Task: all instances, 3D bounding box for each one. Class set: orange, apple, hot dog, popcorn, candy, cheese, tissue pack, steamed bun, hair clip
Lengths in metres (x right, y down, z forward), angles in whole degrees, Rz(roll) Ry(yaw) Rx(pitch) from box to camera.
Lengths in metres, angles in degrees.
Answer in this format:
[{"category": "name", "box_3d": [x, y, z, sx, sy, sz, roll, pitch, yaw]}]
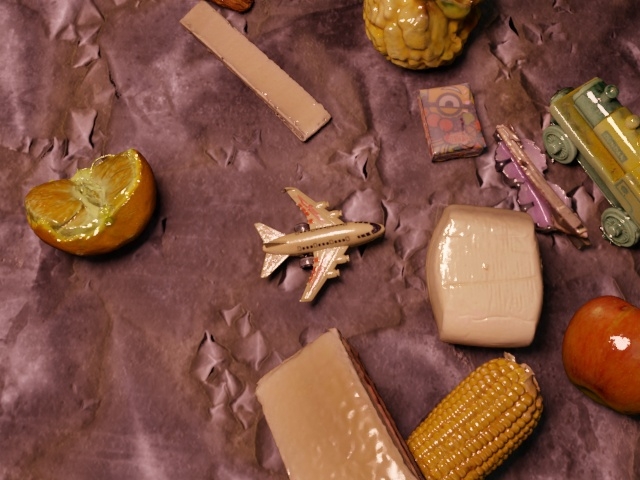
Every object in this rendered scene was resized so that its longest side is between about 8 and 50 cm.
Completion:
[{"category": "orange", "box_3d": [-0.410, -0.059, 1.082, 0.237, 0.158, 0.179, -32, 40, -12]}, {"category": "apple", "box_3d": [0.513, 0.198, 0.996, 0.196, 0.196, 0.196, 0, 75, 1]}, {"category": "hot dog", "box_3d": [-0.216, -0.546, 1.259, 0.147, 0.065, 0.099, 23, 41, 9]}, {"category": "popcorn", "box_3d": [0.211, -0.476, 1.155, 0.224, 0.270, 0.258, 40, 124, 14]}, {"category": "candy", "box_3d": [0.032, 0.320, 0.932, 0.179, 0.135, 0.321, -34, 50, 5]}, {"category": "cheese", "box_3d": [-0.142, -0.366, 1.230, 0.085, 0.034, 0.400, -43, 79, -9]}, {"category": "tissue pack", "box_3d": [0.263, -0.240, 1.177, 0.108, 0.060, 0.148, -9, 75, 0]}, {"category": "steamed bun", "box_3d": [0.288, 0.065, 1.049, 0.200, 0.155, 0.250, 2, 82, 4]}, {"category": "hair clip", "box_3d": [0.422, -0.106, 1.135, 0.106, 0.084, 0.292, -28, 72, -1]}]

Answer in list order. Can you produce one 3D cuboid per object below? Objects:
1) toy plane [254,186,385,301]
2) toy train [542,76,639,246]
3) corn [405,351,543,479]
[{"category": "toy plane", "box_3d": [0.000, 0.000, 1.103, 0.244, 0.092, 0.229, -8, 73, -2]}, {"category": "toy train", "box_3d": [0.555, -0.150, 1.058, 0.150, 0.237, 0.369, -31, 77, -5]}, {"category": "corn", "box_3d": [0.226, 0.355, 0.983, 0.144, 0.144, 0.387, 44, 80, 11]}]
